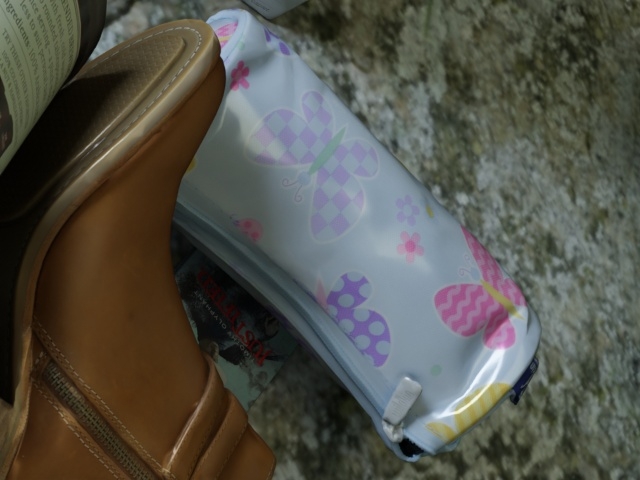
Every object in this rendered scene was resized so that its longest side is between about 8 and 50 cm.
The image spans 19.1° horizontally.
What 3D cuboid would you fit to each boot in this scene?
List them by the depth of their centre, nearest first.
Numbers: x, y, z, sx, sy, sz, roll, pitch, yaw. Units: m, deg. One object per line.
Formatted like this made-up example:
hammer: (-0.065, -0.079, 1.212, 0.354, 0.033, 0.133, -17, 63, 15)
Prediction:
boot: (-0.085, 0.054, 0.946, 0.220, 0.109, 0.283, 41, 71, -32)

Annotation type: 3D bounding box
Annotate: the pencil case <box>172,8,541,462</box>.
pencil case: (0.000, 0.000, 1.057, 0.273, 0.113, 0.124, 47, 64, -19)

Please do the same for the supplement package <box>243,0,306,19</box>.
supplement package: (-0.019, -0.266, 1.092, 0.194, 0.203, 0.149, 33, 55, -28)

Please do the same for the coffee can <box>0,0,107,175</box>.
coffee can: (-0.243, -0.050, 0.816, 0.201, 0.201, 0.275, 45, 51, -21)

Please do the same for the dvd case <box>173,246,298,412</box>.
dvd case: (-0.052, 0.043, 1.082, 0.087, 0.013, 0.119, 52, 49, -15)
